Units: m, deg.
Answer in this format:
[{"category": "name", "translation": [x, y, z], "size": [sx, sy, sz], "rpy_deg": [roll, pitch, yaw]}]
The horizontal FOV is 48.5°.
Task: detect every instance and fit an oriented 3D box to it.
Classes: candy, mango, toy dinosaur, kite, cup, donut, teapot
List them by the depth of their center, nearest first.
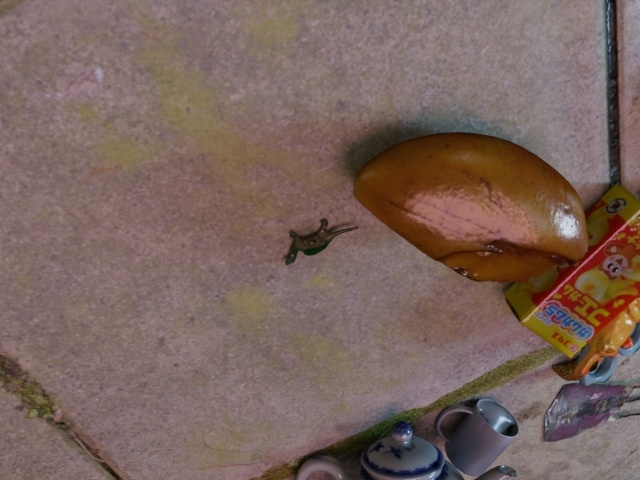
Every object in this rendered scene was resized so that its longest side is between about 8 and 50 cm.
[{"category": "mango", "translation": [0.206, -0.050, 1.004], "size": [0.350, 0.201, 0.199], "rpy_deg": [17, 83, -21]}, {"category": "toy dinosaur", "translation": [-0.001, 0.000, 1.062], "size": [0.120, 0.029, 0.060], "rpy_deg": [-21, 147, -10]}, {"category": "candy", "translation": [0.462, 0.055, 1.201], "size": [0.146, 0.088, 0.276], "rpy_deg": [35, 110, -23]}, {"category": "toy dinosaur", "translation": [0.552, 0.137, 1.301], "size": [0.117, 0.070, 0.288], "rpy_deg": [21, 101, -45]}, {"category": "teapot", "translation": [0.160, 0.480, 1.366], "size": [0.424, 0.252, 0.279], "rpy_deg": [-2, 101, 12]}, {"category": "donut", "translation": [0.520, 0.258, 1.442], "size": [0.083, 0.037, 0.067], "rpy_deg": [6, 127, -26]}, {"category": "cup", "translation": [0.313, 0.388, 1.446], "size": [0.099, 0.136, 0.133], "rpy_deg": [-17, 143, -54]}, {"category": "kite", "translation": [0.665, 0.364, 1.590], "size": [0.361, 0.022, 0.204], "rpy_deg": [-9, 130, -12]}]

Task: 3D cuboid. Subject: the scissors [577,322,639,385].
[{"category": "scissors", "translation": [0.520, 0.132, 1.338], "size": [0.191, 0.029, 0.360], "rpy_deg": [-41, 124, -8]}]
